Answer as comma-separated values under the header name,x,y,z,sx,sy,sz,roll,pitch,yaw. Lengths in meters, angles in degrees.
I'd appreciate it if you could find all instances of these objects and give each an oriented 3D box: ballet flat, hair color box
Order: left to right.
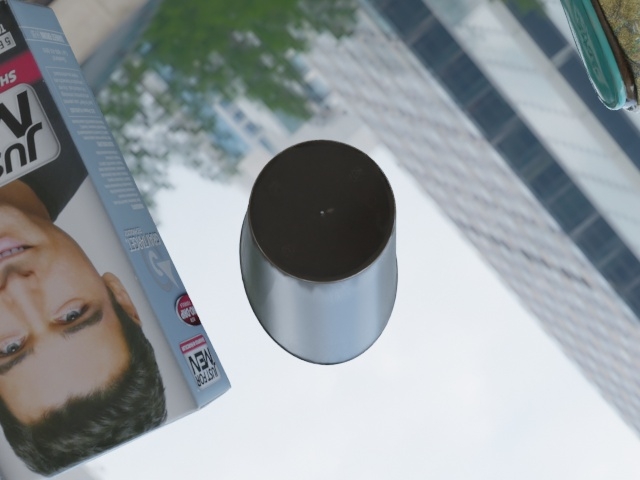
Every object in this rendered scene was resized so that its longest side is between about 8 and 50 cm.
name,x,y,z,sx,sy,sz,roll,pitch,yaw
hair color box,-0.246,0.004,1.388,0.185,0.374,0.113,-26,179,11
ballet flat,0.216,-0.274,1.318,0.123,0.348,0.123,-27,-169,6

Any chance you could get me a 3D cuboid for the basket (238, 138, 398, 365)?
name,x,y,z,sx,sy,sz,roll,pitch,yaw
basket,0.000,0.000,1.490,0.154,0.204,0.227,-11,169,-3
